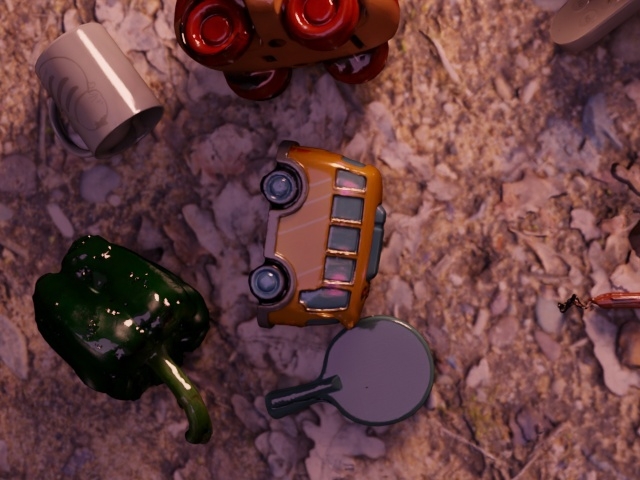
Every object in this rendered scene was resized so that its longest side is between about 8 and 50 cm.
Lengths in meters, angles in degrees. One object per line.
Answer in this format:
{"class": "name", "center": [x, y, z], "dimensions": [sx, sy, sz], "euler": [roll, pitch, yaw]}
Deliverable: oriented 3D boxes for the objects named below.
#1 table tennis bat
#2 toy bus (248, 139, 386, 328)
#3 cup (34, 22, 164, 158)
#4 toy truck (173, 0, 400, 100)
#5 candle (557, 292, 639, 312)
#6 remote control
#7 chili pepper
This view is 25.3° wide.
{"class": "table tennis bat", "center": [0.031, 0.159, 1.614], "dimensions": [0.201, 0.033, 0.124], "euler": [-20, 83, 11]}
{"class": "toy bus", "center": [0.000, 0.000, 1.576], "dimensions": [0.136, 0.126, 0.209], "euler": [8, 92, 6]}
{"class": "cup", "center": [-0.270, -0.162, 1.657], "dimensions": [0.136, 0.099, 0.133], "euler": [-38, 82, 11]}
{"class": "toy truck", "center": [-0.033, -0.293, 1.558], "dimensions": [0.265, 0.189, 0.239], "euler": [-9, 78, 15]}
{"class": "candle", "center": [0.340, 0.064, 1.538], "dimensions": [0.167, 0.021, 0.026], "euler": [-2, 110, 14]}
{"class": "remote control", "center": [0.344, -0.284, 1.498], "dimensions": [0.245, 0.077, 0.022], "euler": [-38, 125, 22]}
{"class": "chili pepper", "center": [-0.201, 0.111, 1.610], "dimensions": [0.261, 0.174, 0.165], "euler": [37, 74, 13]}
